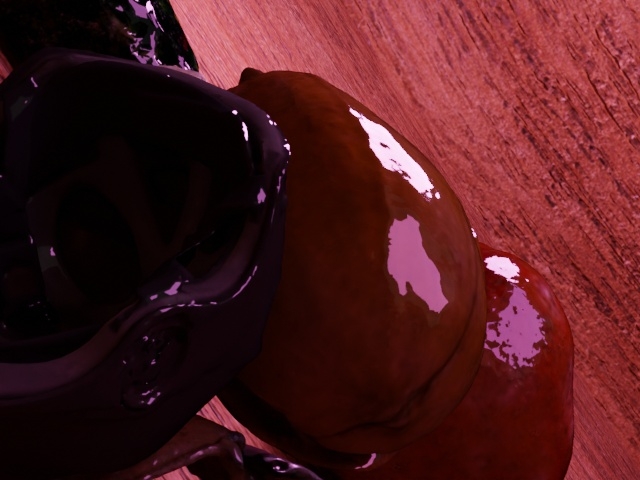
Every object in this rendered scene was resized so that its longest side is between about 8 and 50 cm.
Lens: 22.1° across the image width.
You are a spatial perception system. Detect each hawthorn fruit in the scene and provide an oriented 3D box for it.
[{"bbox_3d":[0.113,0.135,1.540,0.311,0.295,0.295,48,18,-43],"label":"hawthorn fruit"}]

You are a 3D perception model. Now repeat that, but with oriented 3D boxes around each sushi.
[{"bbox_3d":[-0.195,-0.186,1.384,0.225,0.127,0.124,57,13,-4],"label":"sushi"}]

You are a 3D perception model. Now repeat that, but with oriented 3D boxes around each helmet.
[{"bbox_3d":[-0.149,0.036,0.923,0.225,0.305,0.177,32,-36,28],"label":"helmet"}]

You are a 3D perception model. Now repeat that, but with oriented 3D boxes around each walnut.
[{"bbox_3d":[0.000,0.000,1.119,0.209,0.209,0.336,43,21,-50],"label":"walnut"}]

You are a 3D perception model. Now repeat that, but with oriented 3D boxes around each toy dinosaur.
[{"bbox_3d":[-0.079,0.179,1.093,0.207,0.113,0.327,23,-7,0],"label":"toy dinosaur"}]

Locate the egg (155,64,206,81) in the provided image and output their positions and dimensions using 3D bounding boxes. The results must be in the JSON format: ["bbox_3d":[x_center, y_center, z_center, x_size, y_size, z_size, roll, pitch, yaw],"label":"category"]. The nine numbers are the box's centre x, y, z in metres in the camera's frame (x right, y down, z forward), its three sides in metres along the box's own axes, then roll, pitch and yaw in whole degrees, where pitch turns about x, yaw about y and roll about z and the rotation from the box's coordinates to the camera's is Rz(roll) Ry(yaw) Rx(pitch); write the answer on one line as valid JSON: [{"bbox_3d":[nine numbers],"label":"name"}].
[{"bbox_3d":[-0.128,-0.051,1.268,0.164,0.164,0.201,59,12,-2],"label":"egg"}]
